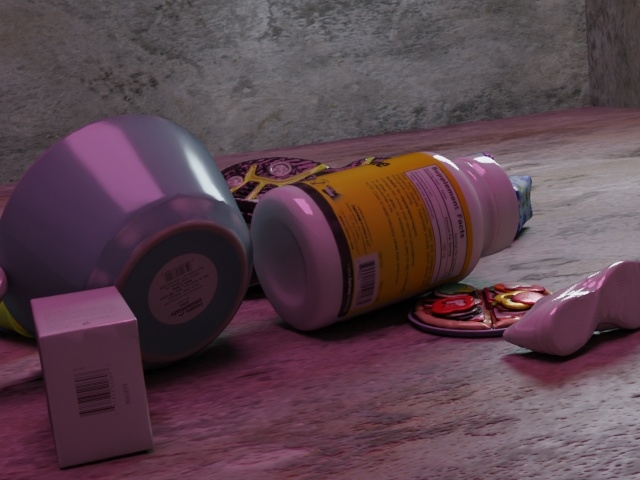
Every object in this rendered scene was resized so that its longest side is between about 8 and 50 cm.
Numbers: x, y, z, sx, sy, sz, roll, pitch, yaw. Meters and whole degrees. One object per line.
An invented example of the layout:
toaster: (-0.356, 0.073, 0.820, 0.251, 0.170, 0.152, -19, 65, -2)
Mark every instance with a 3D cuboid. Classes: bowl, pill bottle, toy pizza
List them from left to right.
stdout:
bowl: (-0.202, 0.026, 1.275, 0.311, 0.312, 0.163, -13, 32, -35)
pill bottle: (0.091, -0.012, 1.446, 0.333, 0.188, 0.188, -16, 14, -30)
toy pizza: (0.208, 0.078, 1.371, 0.201, 0.032, 0.201, -6, 11, 1)

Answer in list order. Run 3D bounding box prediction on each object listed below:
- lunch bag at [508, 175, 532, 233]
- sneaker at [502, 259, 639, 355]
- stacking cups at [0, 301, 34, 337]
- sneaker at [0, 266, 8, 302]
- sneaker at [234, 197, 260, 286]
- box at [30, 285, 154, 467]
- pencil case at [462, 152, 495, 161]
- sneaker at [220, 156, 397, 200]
lunch bag: (0.279, -0.059, 1.882, 0.151, 0.096, 0.129, 2, 13, 20)
sneaker: (0.295, 0.075, 1.251, 0.212, 0.080, 0.094, -15, 3, -37)
stacking cups: (-0.455, 0.086, 1.539, 0.316, 0.096, 0.096, 1, 12, 41)
sneaker: (-0.490, 0.081, 1.264, 0.305, 0.114, 0.152, -13, -26, 10)
sneaker: (0.000, 0.000, 1.656, 0.410, 0.158, 0.182, 0, -6, 6)
box: (-0.227, 0.127, 1.079, 0.091, 0.130, 0.170, -10, 12, -15)
pencil case: (0.262, -0.066, 1.780, 0.070, 0.152, 0.064, -12, 4, 22)
sneaker: (-0.005, -0.046, 1.822, 0.384, 0.147, 0.145, 2, 42, 4)
